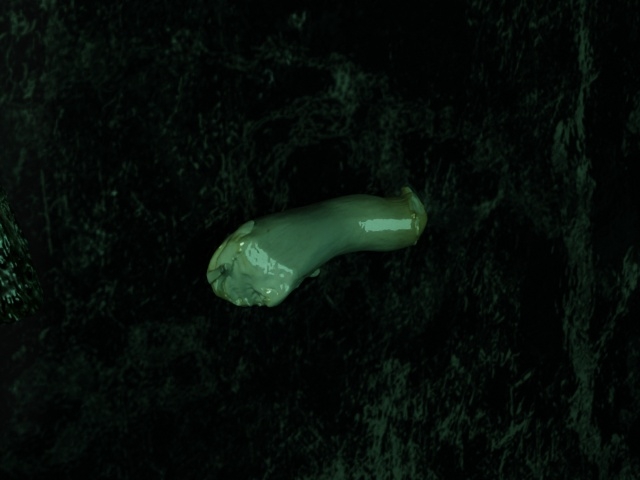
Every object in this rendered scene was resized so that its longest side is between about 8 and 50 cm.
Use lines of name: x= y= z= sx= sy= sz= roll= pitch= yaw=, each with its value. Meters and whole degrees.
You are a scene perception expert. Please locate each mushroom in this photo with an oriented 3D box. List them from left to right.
mushroom: x=-0.002 y=0.000 z=1.463 sx=0.278 sy=0.096 sz=0.099 roll=-19 pitch=114 yaw=-32

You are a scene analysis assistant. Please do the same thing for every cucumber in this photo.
cucumber: x=-0.338 y=-0.058 z=1.249 sx=0.067 sy=0.067 sz=0.293 roll=-28 pitch=116 yaw=-24
